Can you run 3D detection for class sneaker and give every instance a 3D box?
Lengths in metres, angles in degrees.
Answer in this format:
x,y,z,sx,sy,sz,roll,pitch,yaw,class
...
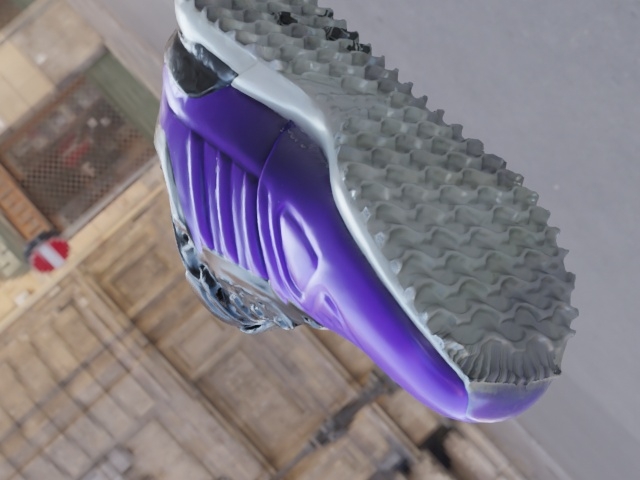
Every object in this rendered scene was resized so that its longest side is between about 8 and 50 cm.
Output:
x,y,z,sx,sy,sz,roll,pitch,yaw,class
0.001,0.000,0.547,0.102,0.146,0.293,1,-143,-34,sneaker
